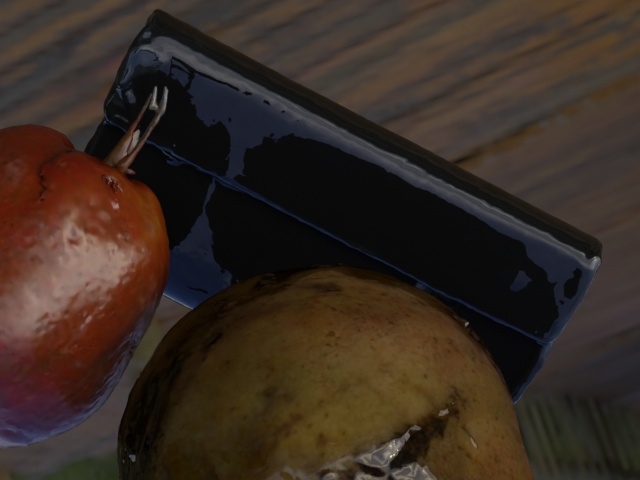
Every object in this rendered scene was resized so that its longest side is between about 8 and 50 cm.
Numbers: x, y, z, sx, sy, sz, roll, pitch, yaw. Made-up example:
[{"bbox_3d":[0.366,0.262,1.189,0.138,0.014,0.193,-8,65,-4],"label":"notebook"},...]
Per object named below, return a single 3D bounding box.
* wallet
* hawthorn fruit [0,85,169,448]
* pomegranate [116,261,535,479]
[{"bbox_3d":[0.000,0.001,1.343,0.406,0.062,0.228,26,121,-5],"label":"wallet"},{"bbox_3d":[-0.200,0.009,1.214,0.299,0.211,0.211,-48,158,1],"label":"hawthorn fruit"},{"bbox_3d":[0.004,0.176,1.154,0.322,0.322,0.322,-16,162,-6],"label":"pomegranate"}]
